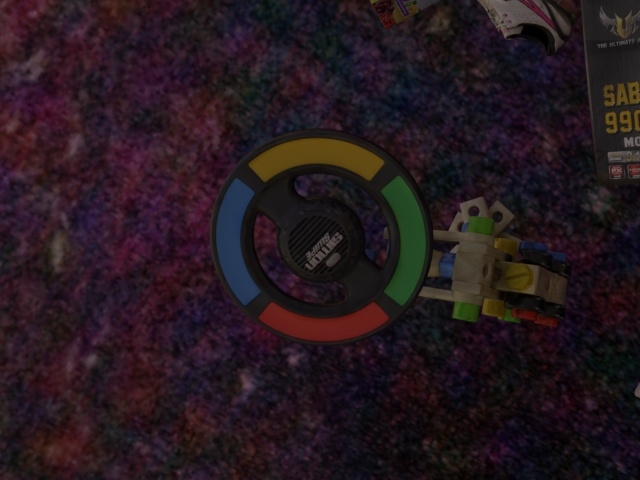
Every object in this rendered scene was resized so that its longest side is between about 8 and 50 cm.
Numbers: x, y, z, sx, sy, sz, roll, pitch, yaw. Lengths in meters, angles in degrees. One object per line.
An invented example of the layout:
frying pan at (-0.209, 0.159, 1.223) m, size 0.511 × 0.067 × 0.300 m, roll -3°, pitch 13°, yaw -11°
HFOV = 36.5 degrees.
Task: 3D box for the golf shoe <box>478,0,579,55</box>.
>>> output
golf shoe at (0.262, -0.326, 1.344) m, size 0.086 × 0.186 × 0.067 m, roll -61°, pitch -5°, yaw -16°

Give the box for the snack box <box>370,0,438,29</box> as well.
snack box at (0.165, -0.465, 1.586) m, size 0.207 × 0.070 × 0.174 m, roll -27°, pitch 48°, yaw 12°

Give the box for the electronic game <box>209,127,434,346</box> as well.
electronic game at (0.000, 0.000, 0.988) m, size 0.229 × 0.229 × 0.048 m, roll -44°, pitch 6°, yaw 16°

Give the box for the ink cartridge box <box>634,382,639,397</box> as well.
ink cartridge box at (0.600, 0.272, 1.157) m, size 0.160 × 0.385 × 0.279 m, roll -49°, pitch -3°, yaw 3°

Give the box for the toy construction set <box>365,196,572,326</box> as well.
toy construction set at (0.189, 0.032, 1.207) m, size 0.215 × 0.328 × 0.151 m, roll 7°, pitch 100°, yaw 28°

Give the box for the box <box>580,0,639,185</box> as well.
box at (0.361, -0.146, 0.876) m, size 0.231 × 0.056 × 0.183 m, roll 0°, pitch 103°, yaw 38°
